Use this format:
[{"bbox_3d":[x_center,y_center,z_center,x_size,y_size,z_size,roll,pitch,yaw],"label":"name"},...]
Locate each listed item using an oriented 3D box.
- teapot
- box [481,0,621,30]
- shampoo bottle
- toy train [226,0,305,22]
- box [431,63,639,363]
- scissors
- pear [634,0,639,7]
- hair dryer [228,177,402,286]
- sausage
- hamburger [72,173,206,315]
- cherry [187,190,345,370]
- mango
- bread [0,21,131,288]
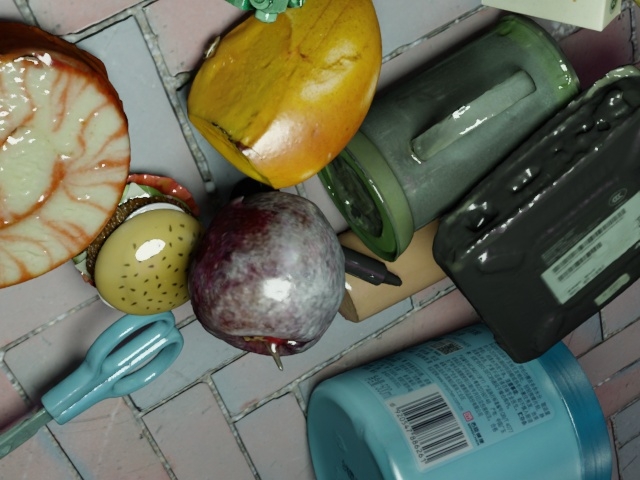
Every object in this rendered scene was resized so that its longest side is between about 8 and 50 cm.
[{"bbox_3d":[0.177,-0.147,1.388,0.337,0.270,0.200,-33,88,-13],"label":"teapot"},{"bbox_3d":[0.285,-0.394,1.324,0.069,0.164,0.256,-43,142,-42],"label":"box"},{"bbox_3d":[0.195,0.312,1.658,0.343,0.331,0.331,-16,128,-22],"label":"shampoo bottle"},{"bbox_3d":[-0.053,-0.328,1.195,0.071,0.105,0.178,-13,129,-47],"label":"toy train"},{"bbox_3d":[0.336,-0.018,1.437,0.359,0.091,0.350,-41,140,3],"label":"box"},{"bbox_3d":[-0.362,0.232,1.375,0.447,0.029,0.192,-36,159,-14],"label":"scissors"},{"bbox_3d":[0.501,-0.405,1.384,0.309,0.309,0.309,-17,129,-23],"label":"pear"},{"bbox_3d":[0.001,0.001,1.418,0.248,0.114,0.070,20,115,-25],"label":"hair dryer"},{"bbox_3d":[0.122,0.011,1.541,0.253,0.123,0.123,-27,132,-16],"label":"sausage"},{"bbox_3d":[-0.207,0.010,1.313,0.175,0.137,0.175,-15,125,-23],"label":"hamburger"},{"bbox_3d":[-0.056,0.039,1.257,0.195,0.195,0.195,-17,129,-23],"label":"cherry"},{"bbox_3d":[-0.020,-0.190,1.272,0.257,0.187,0.138,-47,155,-9],"label":"mango"},{"bbox_3d":[-0.363,-0.090,1.154,0.328,0.114,0.295,11,114,-39],"label":"bread"}]
